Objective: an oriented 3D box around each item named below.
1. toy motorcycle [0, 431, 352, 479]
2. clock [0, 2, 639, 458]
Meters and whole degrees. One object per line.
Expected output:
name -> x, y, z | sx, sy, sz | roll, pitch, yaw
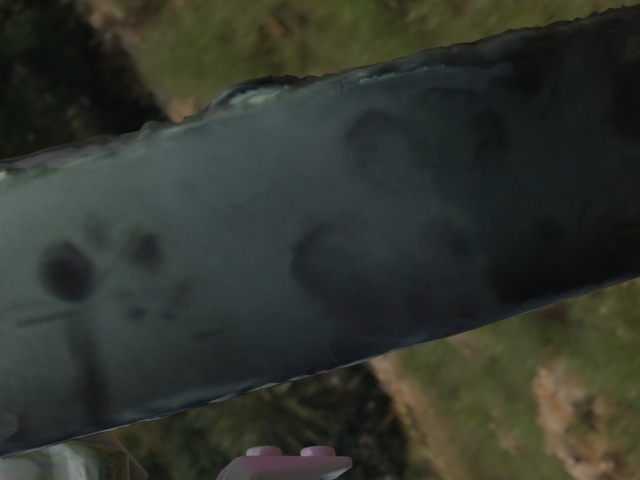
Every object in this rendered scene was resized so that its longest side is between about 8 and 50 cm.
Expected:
toy motorcycle -> -0.128, 0.173, 1.208 | 0.327, 0.188, 0.143 | 0, 163, -16
clock -> 0.000, 0.000, 0.549 | 0.325, 0.325, 0.067 | 158, 97, -72
